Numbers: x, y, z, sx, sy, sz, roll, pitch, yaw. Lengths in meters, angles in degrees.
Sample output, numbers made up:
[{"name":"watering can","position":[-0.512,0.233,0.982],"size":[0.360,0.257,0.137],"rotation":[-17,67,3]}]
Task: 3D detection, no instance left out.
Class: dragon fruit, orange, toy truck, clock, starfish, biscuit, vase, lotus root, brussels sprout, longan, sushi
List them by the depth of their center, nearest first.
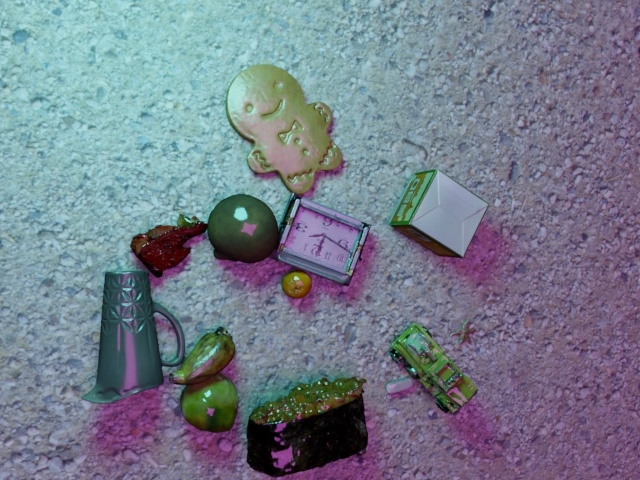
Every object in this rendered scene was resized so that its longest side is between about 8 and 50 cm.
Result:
[{"name":"vase","position":[-0.455,0.223,1.373],"size":[0.251,0.156,0.301],"rotation":[-2,87,-33]},{"name":"dragon fruit","position":[-0.365,0.003,1.397],"size":[0.192,0.092,0.122],"rotation":[-27,87,-20]},{"name":"lotus root","position":[-0.295,0.306,1.418],"size":[0.191,0.108,0.094],"rotation":[-45,109,-34]},{"name":"longan","position":[-0.201,-0.019,1.426],"size":[0.185,0.159,0.204],"rotation":[42,117,-9]},{"name":"brussels sprout","position":[-0.280,0.418,1.438],"size":[0.151,0.122,0.149],"rotation":[-4,96,-16]},{"name":"sushi","position":[-0.044,0.474,1.463],"size":[0.348,0.234,0.207],"rotation":[-3,90,-40]},{"name":"biscuit","position":[-0.099,-0.301,1.496],"size":[0.275,0.052,0.355],"rotation":[-37,103,-12]},{"name":"orange","position":[-0.063,0.119,1.512],"size":[0.083,0.070,0.083],"rotation":[-2,115,-5]},{"name":"clock","position":[0.000,0.000,1.524],"size":[0.253,0.083,0.186],"rotation":[22,87,-16]},{"name":"toy truck","position":[0.325,0.363,1.586],"size":[0.128,0.135,0.259],"rotation":[-39,84,-13]},{"name":"starfish","position":[0.434,0.279,1.707],"size":[0.092,0.016,0.086],"rotation":[-4,92,-14]}]

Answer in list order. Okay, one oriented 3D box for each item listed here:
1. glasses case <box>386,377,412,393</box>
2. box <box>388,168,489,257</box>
[{"name":"glasses case","position":[0.231,0.424,1.647],"size":[0.083,0.021,0.032],"rotation":[-12,99,-16]},{"name":"box","position":[0.329,-0.073,1.587],"size":[0.195,0.148,0.177],"rotation":[30,81,-16]}]
